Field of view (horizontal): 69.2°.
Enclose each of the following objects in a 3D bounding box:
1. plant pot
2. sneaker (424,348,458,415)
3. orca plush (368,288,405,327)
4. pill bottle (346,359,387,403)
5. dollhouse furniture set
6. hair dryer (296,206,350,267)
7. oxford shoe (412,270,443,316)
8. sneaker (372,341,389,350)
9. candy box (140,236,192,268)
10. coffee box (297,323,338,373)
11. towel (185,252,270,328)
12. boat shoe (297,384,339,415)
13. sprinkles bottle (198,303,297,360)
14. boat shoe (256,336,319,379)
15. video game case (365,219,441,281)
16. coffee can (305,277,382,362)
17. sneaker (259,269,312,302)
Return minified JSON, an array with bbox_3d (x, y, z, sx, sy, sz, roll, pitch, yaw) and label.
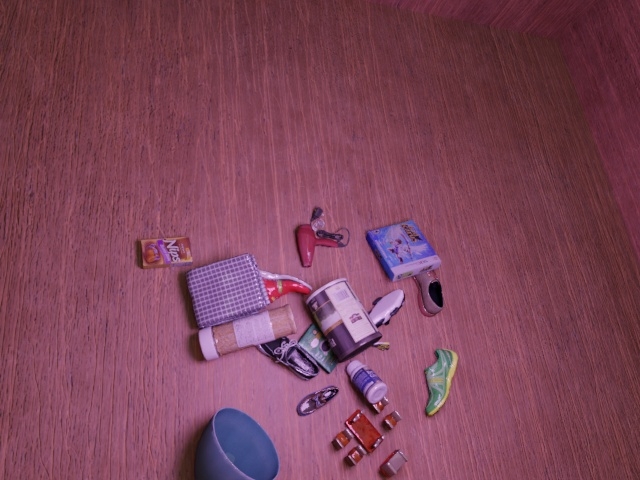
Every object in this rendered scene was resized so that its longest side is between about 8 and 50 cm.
[{"bbox_3d":[-0.308,0.744,1.560,0.290,0.290,0.195,43,98,1],"label":"plant pot"},{"bbox_3d":[0.496,0.603,1.989,0.123,0.109,0.296,19,63,14],"label":"sneaker"},{"bbox_3d":[0.278,0.342,2.005,0.287,0.151,0.102,-51,122,-31],"label":"orca plush"},{"bbox_3d":[0.179,0.556,1.846,0.094,0.094,0.169,-21,37,-26],"label":"pill bottle"},{"bbox_3d":[0.208,0.785,1.805,0.262,0.135,0.259,-33,71,-28],"label":"dollhouse furniture set"},{"bbox_3d":[0.000,0.000,2.054,0.223,0.080,0.294,39,62,-2],"label":"hair dryer"},{"bbox_3d":[0.502,0.167,2.136,0.122,0.130,0.349,-6,71,-21],"label":"oxford shoe"},{"bbox_3d":[0.261,0.455,1.990,0.083,0.031,0.035,2,69,-19],"label":"sneaker"},{"bbox_3d":[-0.607,0.048,1.833,0.186,0.053,0.109,-5,70,-23],"label":"candy box"},{"bbox_3d":[0.000,0.443,1.895,0.184,0.040,0.113,40,60,0],"label":"coffee box"},{"bbox_3d":[-0.358,0.190,1.785,0.283,0.121,0.235,-18,73,-3],"label":"towel"},{"bbox_3d":[-0.007,0.617,1.808,0.183,0.066,0.066,-27,79,-27],"label":"boat shoe"},{"bbox_3d":[-0.270,0.343,1.744,0.355,0.121,0.121,-16,74,-8],"label":"sprinkles bottle"},{"bbox_3d":[-0.135,0.435,1.814,0.306,0.105,0.113,43,61,1],"label":"boat shoe"},{"bbox_3d":[0.375,0.040,2.116,0.244,0.061,0.270,-14,52,-19],"label":"video game case"},{"bbox_3d":[0.092,0.318,1.865,0.201,0.202,0.275,-21,67,-26],"label":"coffee can"},{"bbox_3d":[-0.175,0.202,1.907,0.278,0.107,0.119,10,71,-4],"label":"sneaker"}]
